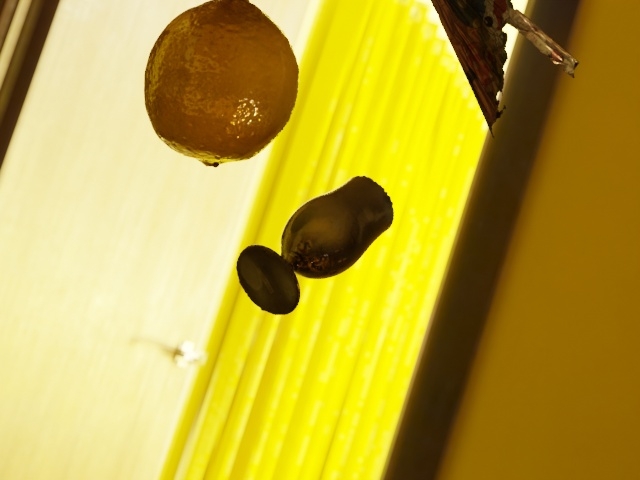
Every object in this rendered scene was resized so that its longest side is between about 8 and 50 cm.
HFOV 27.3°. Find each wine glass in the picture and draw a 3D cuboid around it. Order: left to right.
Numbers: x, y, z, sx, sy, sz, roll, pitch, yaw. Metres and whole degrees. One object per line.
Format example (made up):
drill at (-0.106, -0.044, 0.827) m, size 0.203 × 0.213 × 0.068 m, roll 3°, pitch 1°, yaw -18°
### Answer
wine glass at (0.000, 0.000, 1.509) m, size 0.093 × 0.092 × 0.202 m, roll 13°, pitch 33°, yaw 34°

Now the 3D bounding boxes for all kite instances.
kite at (0.219, -0.313, 1.718) m, size 0.368 × 0.406 × 0.014 m, roll 32°, pitch -36°, yaw -32°

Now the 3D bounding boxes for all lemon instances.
lemon at (-0.113, -0.184, 1.510) m, size 0.178 × 0.203 × 0.178 m, roll 11°, pitch 9°, yaw -2°
